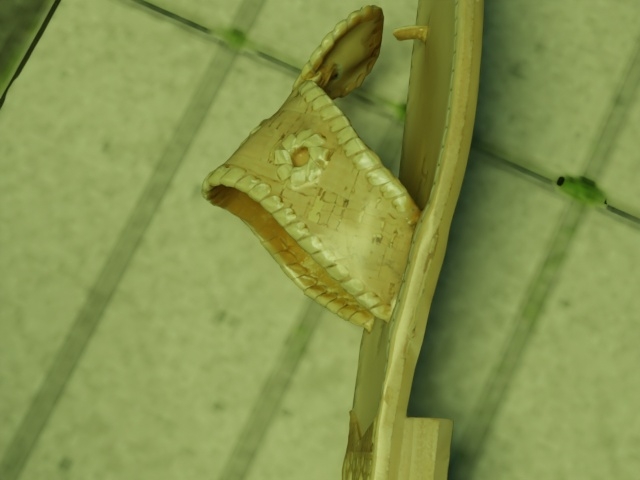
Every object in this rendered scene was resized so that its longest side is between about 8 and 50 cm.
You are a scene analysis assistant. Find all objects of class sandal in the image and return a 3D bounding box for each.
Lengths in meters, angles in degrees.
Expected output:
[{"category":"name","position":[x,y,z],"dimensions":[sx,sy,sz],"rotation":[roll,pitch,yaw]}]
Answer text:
[{"category":"sandal","position":[0.001,-0.001,0.533],"dimensions":[0.079,0.088,0.240],"rotation":[6,77,-7]}]
